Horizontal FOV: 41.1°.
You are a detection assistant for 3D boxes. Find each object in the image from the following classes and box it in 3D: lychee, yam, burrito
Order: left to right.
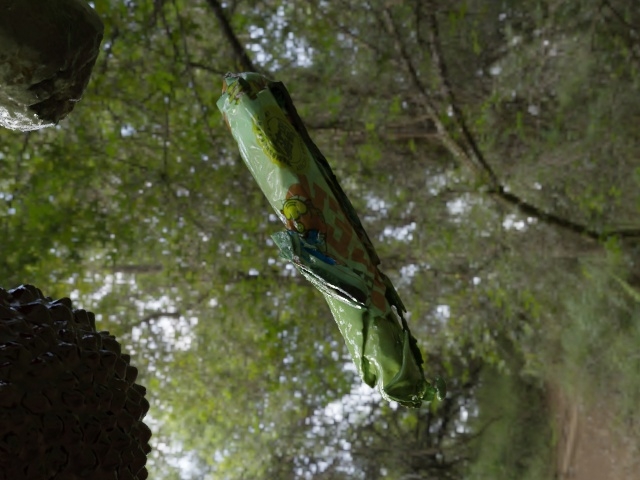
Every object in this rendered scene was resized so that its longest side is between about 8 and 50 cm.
[{"bbox_3d":[-0.397,-0.261,0.958,0.300,0.195,0.195,40,-128,-53],"label":"yam"},{"bbox_3d":[-0.329,0.196,0.841,0.330,0.306,0.306,16,-109,-30],"label":"lychee"},{"bbox_3d":[0.000,0.000,0.605,0.288,0.054,0.104,61,-164,0],"label":"burrito"}]
